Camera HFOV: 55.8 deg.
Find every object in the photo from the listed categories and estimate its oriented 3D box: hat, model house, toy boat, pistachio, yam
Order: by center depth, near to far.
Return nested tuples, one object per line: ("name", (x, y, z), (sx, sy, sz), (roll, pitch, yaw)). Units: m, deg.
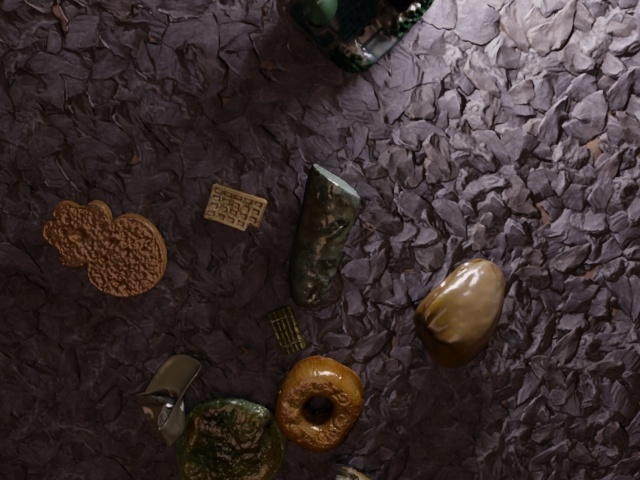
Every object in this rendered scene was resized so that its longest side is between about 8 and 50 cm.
("model house", (0.094, -0.522, 1.231), (0.298, 0.284, 0.243), (-45, 94, 5))
("yam", (0.000, 0.000, 1.382), (0.133, 0.133, 0.330), (14, 101, -5))
("pistachio", (0.343, 0.172, 1.421), (0.260, 0.163, 0.212), (-41, 120, -9))
("hat", (-0.340, 0.382, 1.449), (0.173, 0.166, 0.144), (-34, 125, -20))
("toy boat", (-0.083, 0.219, 1.473), (0.063, 0.016, 0.115), (-20, 99, 0))

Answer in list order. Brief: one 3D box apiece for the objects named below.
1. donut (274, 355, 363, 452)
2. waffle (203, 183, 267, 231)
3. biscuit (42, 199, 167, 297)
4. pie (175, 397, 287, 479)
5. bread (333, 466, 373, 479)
("donut", (-0.005, 0.395, 1.458), (0.227, 0.114, 0.226), (0, 100, -1))
("waffle", (-0.200, -0.072, 1.417), (0.135, 0.021, 0.092), (19, 97, -5))
("biscuit", (-0.496, 0.015, 1.405), (0.289, 0.044, 0.202), (26, 97, -5))
("pie", (-0.221, 0.513, 1.485), (0.277, 0.078, 0.277), (0, 101, -2))
("bread", (0.100, 0.712, 1.485), (0.192, 0.171, 0.314), (12, 99, -4))
